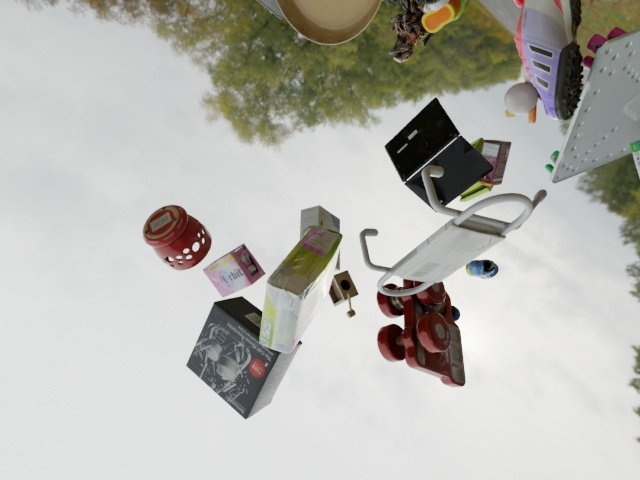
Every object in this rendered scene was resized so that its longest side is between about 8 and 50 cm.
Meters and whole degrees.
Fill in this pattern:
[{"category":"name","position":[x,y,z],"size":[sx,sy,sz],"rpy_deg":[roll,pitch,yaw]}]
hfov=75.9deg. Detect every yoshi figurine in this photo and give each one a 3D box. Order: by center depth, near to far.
[{"category":"yoshi figurine","position":[0.350,-0.745,1.137],"size":[0.203,0.203,0.362],"rpy_deg":[30,-111,12]}]

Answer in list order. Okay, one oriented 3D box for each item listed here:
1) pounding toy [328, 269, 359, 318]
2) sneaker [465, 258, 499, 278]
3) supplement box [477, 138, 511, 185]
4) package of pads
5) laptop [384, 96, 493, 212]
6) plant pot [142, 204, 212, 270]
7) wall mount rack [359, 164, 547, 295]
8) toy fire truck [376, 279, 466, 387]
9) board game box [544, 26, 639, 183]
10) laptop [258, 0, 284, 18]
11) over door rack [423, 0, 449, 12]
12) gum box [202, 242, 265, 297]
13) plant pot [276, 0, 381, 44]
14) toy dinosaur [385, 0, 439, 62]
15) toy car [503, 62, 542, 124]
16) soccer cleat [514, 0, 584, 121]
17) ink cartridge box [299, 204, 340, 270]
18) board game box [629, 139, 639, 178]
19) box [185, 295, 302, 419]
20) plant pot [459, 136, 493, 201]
[{"category":"pounding toy","position":[0.125,0.247,1.879],"size":[0.094,0.181,0.206],"rpy_deg":[-18,-105,-28]},{"category":"sneaker","position":[0.648,0.108,1.578],"size":[0.209,0.082,0.069],"rpy_deg":[7,-107,-40]},{"category":"supplement box","position":[0.740,-0.335,1.758],"size":[0.104,0.188,0.081],"rpy_deg":[-13,-154,-42]},{"category":"package of pads","position":[-0.044,0.116,1.075],"size":[0.101,0.229,0.296],"rpy_deg":[21,-143,13]},{"category":"laptop","position":[0.373,-0.272,1.327],"size":[0.137,0.234,0.264],"rpy_deg":[10,-131,-43]},{"category":"plant pot","position":[-0.501,-0.014,1.423],"size":[0.191,0.191,0.174],"rpy_deg":[66,-177,36]},{"category":"wall mount rack","position":[0.257,-0.013,0.769],"size":[0.304,0.350,0.130],"rpy_deg":[10,-124,-25]},{"category":"toy fire truck","position":[0.299,0.227,1.127],"size":[0.254,0.169,0.302],"rpy_deg":[29,-131,-31]},{"category":"board game box","position":[0.719,-0.334,0.904],"size":[0.390,0.390,0.050],"rpy_deg":[-22,-125,0]},{"category":"laptop","position":[-0.124,-0.989,1.269],"size":[0.382,0.407,0.236],"rpy_deg":[20,-167,-41]},{"category":"over door rack","position":[0.214,-0.654,0.811],"size":[0.240,0.108,0.324],"rpy_deg":[37,-110,-35]},{"category":"gum box","position":[-0.250,0.089,1.183],"size":[0.062,0.188,0.107],"rpy_deg":[-41,-79,-44]},{"category":"plant pot","position":[0.013,-0.464,0.699],"size":[0.236,0.236,0.032],"rpy_deg":[40,-132,5]},{"category":"toy dinosaur","position":[0.306,-0.757,1.325],"size":[0.219,0.321,0.164],"rpy_deg":[22,177,-30]},{"category":"toy car","position":[0.547,-0.378,1.015],"size":[0.136,0.181,0.159],"rpy_deg":[29,-150,15]},{"category":"soccer cleat","position":[0.446,-0.377,0.814],"size":[0.109,0.117,0.317],"rpy_deg":[16,-105,-46]},{"category":"ink cartridge box","position":[0.000,0.000,2.187],"size":[0.223,0.129,0.307],"rpy_deg":[31,-126,-52]},{"category":"board game box","position":[0.792,-0.142,0.907],"size":[0.035,0.136,0.201],"rpy_deg":[-19,-88,-19]},{"category":"box","position":[-0.304,0.447,1.612],"size":[0.343,0.312,0.179],"rpy_deg":[31,-165,23]},{"category":"plant pot","position":[0.747,-0.333,2.037],"size":[0.207,0.227,0.228],"rpy_deg":[42,-117,-8]}]
